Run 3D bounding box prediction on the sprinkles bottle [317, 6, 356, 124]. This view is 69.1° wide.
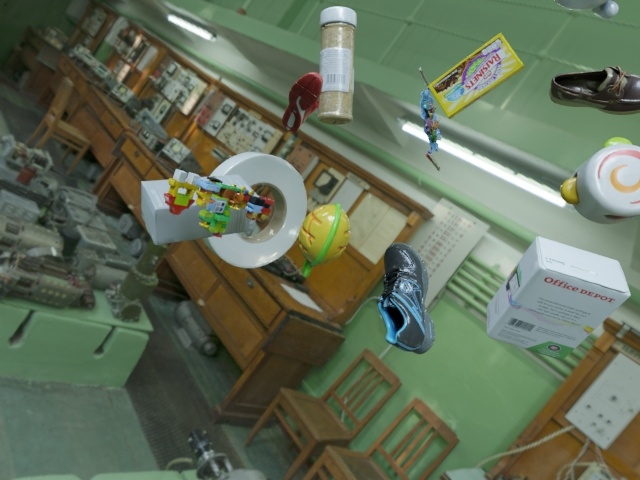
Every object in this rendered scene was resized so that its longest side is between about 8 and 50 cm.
[{"bbox_3d":[0.053,-0.573,1.540,0.121,0.355,0.121,2,3,0],"label":"sprinkles bottle"}]

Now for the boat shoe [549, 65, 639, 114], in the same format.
[{"bbox_3d":[0.924,-0.493,1.495,0.342,0.123,0.123,17,-4,27],"label":"boat shoe"}]

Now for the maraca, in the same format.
[{"bbox_3d":[0.000,0.000,0.954,0.099,0.185,0.127,23,48,-9],"label":"maraca"}]

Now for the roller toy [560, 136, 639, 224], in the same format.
[{"bbox_3d":[0.767,-0.140,1.217,0.191,0.209,0.146,45,-3,12],"label":"roller toy"}]

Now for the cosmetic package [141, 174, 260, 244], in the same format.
[{"bbox_3d":[-0.277,-0.076,1.064,0.238,0.107,0.127,-9,39,-35],"label":"cosmetic package"}]

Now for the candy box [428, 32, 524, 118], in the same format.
[{"bbox_3d":[0.383,-0.406,1.154,0.105,0.206,0.027,62,23,12],"label":"candy box"}]

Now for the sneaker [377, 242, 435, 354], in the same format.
[{"bbox_3d":[0.233,0.149,1.333,0.140,0.125,0.340,16,52,-36],"label":"sneaker"}]

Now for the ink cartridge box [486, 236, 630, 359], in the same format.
[{"bbox_3d":[0.559,0.146,1.128,0.202,0.278,0.117,17,44,3],"label":"ink cartridge box"}]

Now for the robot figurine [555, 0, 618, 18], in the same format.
[{"bbox_3d":[0.714,-0.740,1.256,0.300,0.200,0.353,50,34,-13],"label":"robot figurine"}]

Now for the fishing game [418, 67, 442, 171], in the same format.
[{"bbox_3d":[0.322,-0.339,1.321,0.041,0.263,0.189,-8,-14,26],"label":"fishing game"}]

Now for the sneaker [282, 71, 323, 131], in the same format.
[{"bbox_3d":[-0.041,-0.447,1.431,0.087,0.221,0.128,38,49,-7],"label":"sneaker"}]

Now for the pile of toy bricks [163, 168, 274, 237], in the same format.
[{"bbox_3d":[-0.192,-0.056,0.900,0.118,0.105,0.212,27,11,30],"label":"pile of toy bricks"}]

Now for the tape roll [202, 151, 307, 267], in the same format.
[{"bbox_3d":[-0.216,-0.099,1.546,0.392,0.391,0.072,32,-3,-42],"label":"tape roll"}]
